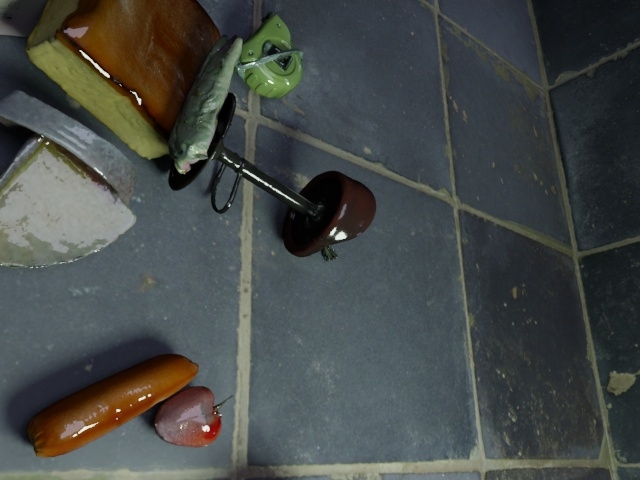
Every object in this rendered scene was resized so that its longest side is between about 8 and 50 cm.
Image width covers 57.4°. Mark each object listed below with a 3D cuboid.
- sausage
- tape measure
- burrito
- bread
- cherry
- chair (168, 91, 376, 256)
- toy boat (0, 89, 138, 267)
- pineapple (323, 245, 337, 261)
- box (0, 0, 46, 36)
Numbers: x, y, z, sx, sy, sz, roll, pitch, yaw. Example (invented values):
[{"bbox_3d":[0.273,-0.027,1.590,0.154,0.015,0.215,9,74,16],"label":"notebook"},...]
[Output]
[{"bbox_3d":[-0.335,0.262,0.973,0.300,0.089,0.083,-24,84,-45],"label":"sausage"},{"bbox_3d":[-0.122,-0.441,1.433,0.175,0.106,0.200,45,51,-16],"label":"tape measure"},{"bbox_3d":[-0.216,-0.266,1.107,0.066,0.096,0.309,32,59,-35],"label":"burrito"},{"bbox_3d":[-0.351,-0.372,1.120,0.323,0.143,0.333,44,47,-48],"label":"bread"},{"bbox_3d":[-0.233,0.314,1.048,0.126,0.087,0.106,13,71,-19],"label":"cherry"},{"bbox_3d":[-0.092,-0.111,1.247,0.401,0.226,0.226,30,56,-31],"label":"chair"},{"bbox_3d":[-0.451,-0.082,1.003,0.276,0.111,0.293,20,74,-37],"label":"toy boat"},{"bbox_3d":[0.000,0.000,1.417,0.058,0.058,0.124,-34,104,-45],"label":"pineapple"},{"bbox_3d":[-0.554,-0.414,1.002,0.129,0.130,0.051,-12,76,-45],"label":"box"}]
